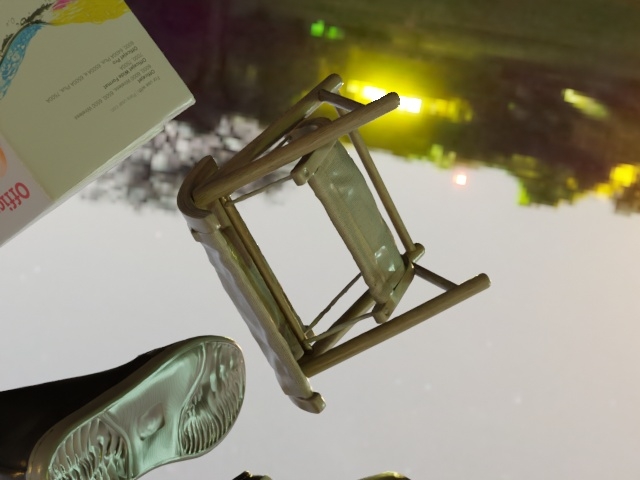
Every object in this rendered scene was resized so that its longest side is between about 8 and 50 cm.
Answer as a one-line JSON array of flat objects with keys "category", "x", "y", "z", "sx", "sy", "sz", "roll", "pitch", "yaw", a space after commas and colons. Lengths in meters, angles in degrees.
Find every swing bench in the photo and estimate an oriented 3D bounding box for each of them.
[{"category": "swing bench", "x": 0.000, "y": 0.000, "z": 1.548, "sx": 0.255, "sy": 0.253, "sz": 0.165, "roll": -34, "pitch": -155, "yaw": -14}]

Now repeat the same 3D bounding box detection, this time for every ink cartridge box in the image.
[{"category": "ink cartridge box", "x": -0.256, "y": -0.136, "z": 1.158, "sx": 0.168, "sy": 0.232, "sz": 0.171, "roll": -42, "pitch": -171, "yaw": -36}]

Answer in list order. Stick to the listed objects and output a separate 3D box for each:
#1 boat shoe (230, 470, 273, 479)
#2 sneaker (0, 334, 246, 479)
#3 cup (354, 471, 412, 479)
[{"category": "boat shoe", "x": -0.288, "y": 0.411, "z": 1.939, "sx": 0.500, "sy": 0.156, "sz": 0.187, "roll": -23, "pitch": 166, "yaw": -19}, {"category": "sneaker", "x": -0.149, "y": 0.110, "z": 0.961, "sx": 0.118, "sy": 0.083, "sz": 0.222, "roll": 5, "pitch": -165, "yaw": 33}, {"category": "cup", "x": -0.017, "y": 0.403, "z": 1.384, "sx": 0.237, "sy": 0.331, "sz": 0.331, "roll": -5, "pitch": -164, "yaw": -22}]
